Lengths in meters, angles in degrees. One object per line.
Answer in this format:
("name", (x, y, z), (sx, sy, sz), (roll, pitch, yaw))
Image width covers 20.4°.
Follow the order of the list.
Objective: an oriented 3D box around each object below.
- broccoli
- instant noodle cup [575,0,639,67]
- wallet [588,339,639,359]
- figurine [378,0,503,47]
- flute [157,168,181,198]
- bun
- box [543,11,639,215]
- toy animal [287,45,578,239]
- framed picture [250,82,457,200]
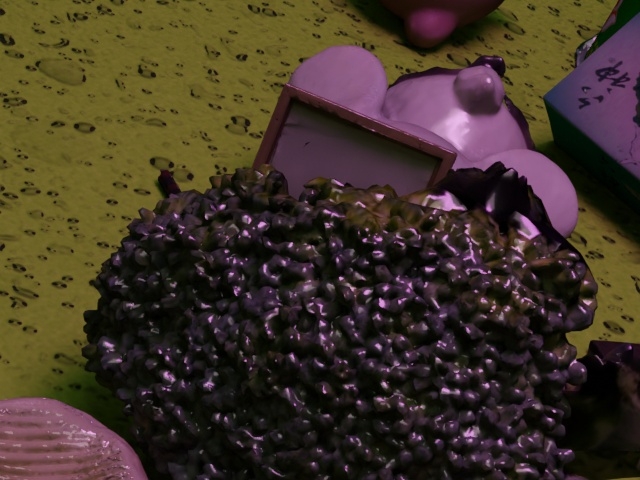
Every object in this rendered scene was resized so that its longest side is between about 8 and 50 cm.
("broccoli", (0.033, 0.096, 1.169), (0.317, 0.338, 0.277), (24, 59, -33))
("instant noodle cup", (0.394, -0.242, 1.823), (0.207, 0.233, 0.207), (13, 36, -9))
("wallet", (0.304, 0.115, 1.491), (0.156, 0.018, 0.082), (4, 38, -22))
("figurine", (0.122, -0.297, 1.824), (0.173, 0.173, 0.173), (14, 36, -10))
("flute", (-0.076, 0.030, 1.416), (0.014, 0.014, 0.269), (-4, 42, -31))
("bun", (-0.189, 0.183, 1.083), (0.183, 0.102, 0.183), (4, 41, -4))
("box", (0.345, -0.091, 1.663), (0.153, 0.092, 0.245), (-42, 61, -8))
("toy animal", (0.085, -0.042, 1.456), (0.249, 0.174, 0.289), (14, 35, -8))
("framed picture", (0.000, 0.000, 1.317), (0.136, 0.201, 0.010), (22, 16, -2))
